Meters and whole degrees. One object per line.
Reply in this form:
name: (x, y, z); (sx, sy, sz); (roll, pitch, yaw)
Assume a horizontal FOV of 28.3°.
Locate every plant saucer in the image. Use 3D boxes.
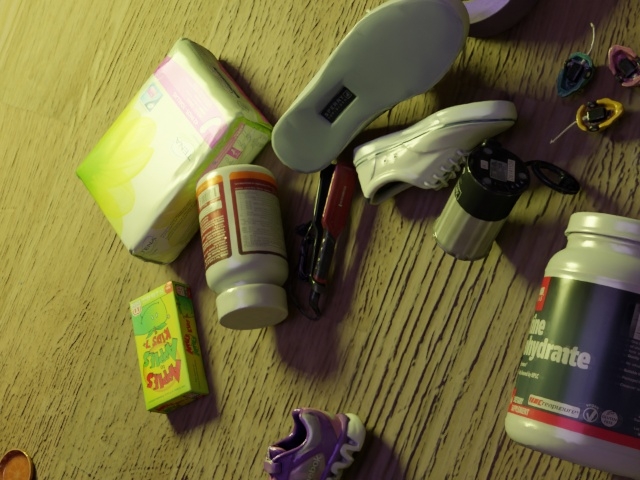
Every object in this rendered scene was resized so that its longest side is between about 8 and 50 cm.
plant saucer: (-0.503, 0.386, 2.094); (0.084, 0.013, 0.083); (-11, 71, 34)

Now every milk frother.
milk frother: (0.238, -0.046, 1.623); (0.143, 0.129, 0.134); (28, 138, 5)

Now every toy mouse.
toy mouse: (0.360, -0.208, 1.614); (0.161, 0.031, 0.143); (-18, 67, 31)

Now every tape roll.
tape roll: (0.208, -0.376, 1.720); (0.189, 0.080, 0.188); (-2, 86, 26)

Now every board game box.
board game box: (-0.233, 0.163, 1.938); (0.092, 0.043, 0.181); (-27, 62, 28)

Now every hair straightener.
hair straightener: (0.000, 0.000, 1.824); (0.089, 0.047, 0.230); (3, 83, 59)

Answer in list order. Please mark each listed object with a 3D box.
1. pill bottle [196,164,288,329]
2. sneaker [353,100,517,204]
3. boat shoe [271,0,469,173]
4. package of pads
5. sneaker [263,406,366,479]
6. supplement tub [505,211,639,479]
pill bottle: (-0.111, 0.011, 1.843); (0.121, 0.121, 0.221); (-22, 64, 30)
sneaker: (0.159, -0.115, 1.710); (0.258, 0.094, 0.091); (-21, 76, 40)
boat shoe: (0.083, -0.237, 1.754); (0.136, 0.156, 0.367); (41, 131, -6)
package of pads: (-0.229, -0.134, 1.988); (0.296, 0.101, 0.229); (-50, 52, 15)
sneaker: (-0.039, 0.320, 1.681); (0.236, 0.105, 0.095); (-63, 23, -7)
supplement tub: (0.331, 0.120, 1.436); (0.191, 0.191, 0.272); (12, 84, 38)
